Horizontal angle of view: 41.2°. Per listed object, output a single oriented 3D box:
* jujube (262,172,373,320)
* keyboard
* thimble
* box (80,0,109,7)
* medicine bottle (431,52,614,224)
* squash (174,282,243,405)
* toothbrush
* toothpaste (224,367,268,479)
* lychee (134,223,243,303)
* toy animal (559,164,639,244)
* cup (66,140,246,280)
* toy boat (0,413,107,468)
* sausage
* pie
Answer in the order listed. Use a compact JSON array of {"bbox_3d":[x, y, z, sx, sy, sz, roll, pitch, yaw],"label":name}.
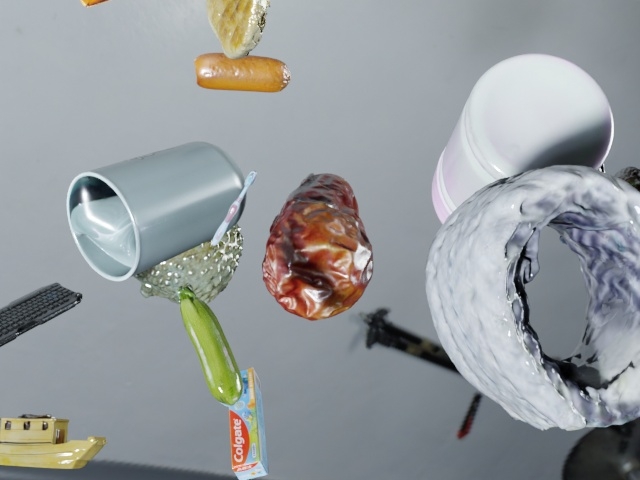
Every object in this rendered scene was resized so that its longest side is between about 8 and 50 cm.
[{"bbox_3d":[0.000,0.000,1.593,0.216,0.342,0.216,0,121,1],"label":"jujube"},{"bbox_3d":[-0.557,0.143,1.541,0.262,0.106,0.016,-33,133,-45],"label":"keyboard"},{"bbox_3d":[0.222,0.053,0.812,0.217,0.157,0.246,-6,87,-11],"label":"thimble"},{"bbox_3d":[-0.433,-0.586,1.477,0.143,0.225,0.341,-30,114,-6],"label":"box"},{"bbox_3d":[0.285,-0.119,1.265,0.202,0.202,0.316,-22,167,-7],"label":"medicine bottle"},{"bbox_3d":[-0.155,0.143,1.183,0.052,0.184,0.052,-26,165,-7],"label":"squash"},{"bbox_3d":[-0.146,-0.049,1.420,0.013,0.019,0.193,34,133,-2],"label":"toothbrush"},{"bbox_3d":[-0.132,0.307,1.424,0.070,0.193,0.044,-16,132,5],"label":"toothpaste"},{"bbox_3d":[-0.307,0.021,1.906,0.255,0.255,0.274,34,91,-36],"label":"lychee"},{"bbox_3d":[0.459,-0.058,1.257,0.218,0.179,0.116,-42,105,-4],"label":"toy animal"},{"bbox_3d":[-0.301,-0.070,1.631,0.312,0.205,0.206,-27,137,-46],"label":"cup"},{"bbox_3d":[-0.419,0.301,1.283,0.200,0.077,0.057,-1,167,15],"label":"toy boat"},{"bbox_3d":[-0.158,-0.339,1.726,0.197,0.076,0.076,4,122,-5],"label":"sausage"},{"bbox_3d":[-0.148,-0.425,1.524,0.046,0.195,0.195,-4,124,-34],"label":"pie"}]
